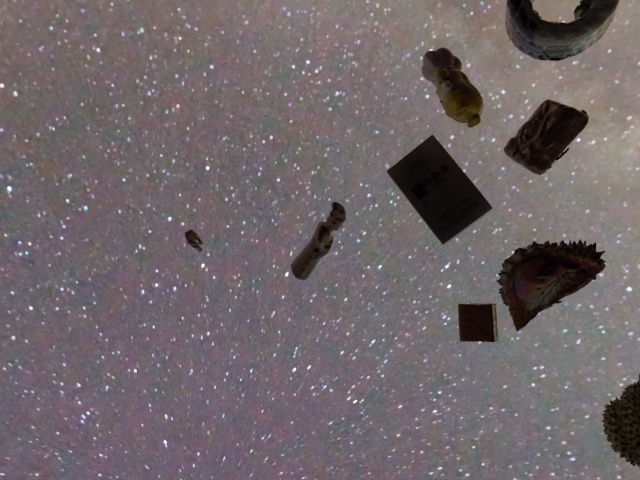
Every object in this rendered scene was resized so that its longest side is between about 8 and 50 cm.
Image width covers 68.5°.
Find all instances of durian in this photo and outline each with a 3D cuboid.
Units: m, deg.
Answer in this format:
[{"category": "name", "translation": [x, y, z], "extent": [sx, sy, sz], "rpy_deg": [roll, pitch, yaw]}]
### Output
[{"category": "durian", "translation": [0.683, 0.393, 0.987], "extent": [0.145, 0.198, 0.159], "rpy_deg": [-9, -150, 6]}, {"category": "durian", "translation": [0.363, 0.040, 0.795], "extent": [0.108, 0.186, 0.119], "rpy_deg": [38, -157, -18]}]

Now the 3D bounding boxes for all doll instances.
[{"category": "doll", "translation": [0.222, -0.261, 0.794], "extent": [0.106, 0.062, 0.163], "rpy_deg": [24, -139, -40]}]

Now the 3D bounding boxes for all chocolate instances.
[{"category": "chocolate", "translation": [0.645, -0.308, 1.355], "extent": [0.093, 0.214, 0.148], "rpy_deg": [24, -159, -26]}]

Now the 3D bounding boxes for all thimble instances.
[{"category": "thimble", "translation": [0.517, -0.518, 1.006], "extent": [0.237, 0.150, 0.238], "rpy_deg": [0, -90, 21]}]

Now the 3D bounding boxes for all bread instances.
[{"category": "bread", "translation": [0.387, 0.203, 1.162], "extent": [0.035, 0.090, 0.095], "rpy_deg": [4, -98, -54]}]

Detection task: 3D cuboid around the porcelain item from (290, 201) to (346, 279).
[{"category": "porcelain item", "translation": [0.000, 0.000, 1.113], "extent": [0.054, 0.213, 0.084], "rpy_deg": [23, -145, -17]}]

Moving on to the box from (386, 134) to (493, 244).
[{"category": "box", "translation": [0.301, -0.128, 1.198], "extent": [0.155, 0.067, 0.243], "rpy_deg": [-37, -103, 13]}]

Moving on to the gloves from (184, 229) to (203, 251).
[{"category": "gloves", "translation": [-0.354, -0.004, 1.313], "extent": [0.044, 0.037, 0.081], "rpy_deg": [-31, -93, -47]}]
